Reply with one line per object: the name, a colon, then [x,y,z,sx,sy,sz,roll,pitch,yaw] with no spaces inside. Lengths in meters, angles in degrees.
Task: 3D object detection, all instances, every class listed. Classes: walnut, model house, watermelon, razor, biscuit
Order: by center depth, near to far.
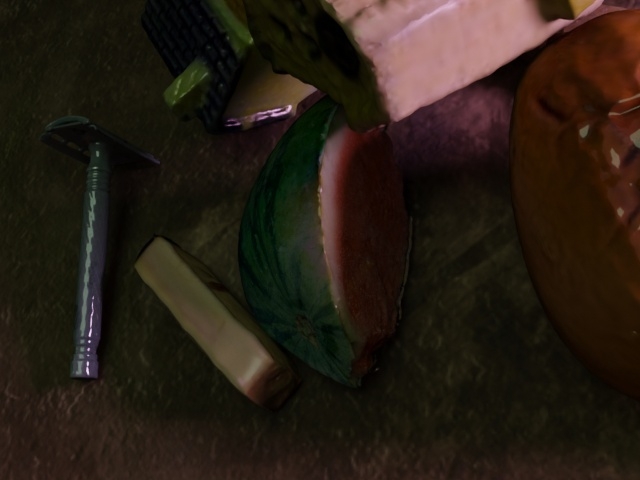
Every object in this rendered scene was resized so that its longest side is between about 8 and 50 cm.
walnut: [0.216,-0.032,0.630,0.203,0.203,0.298,-30,62,9]
model house: [0.062,-0.189,0.677,0.193,0.175,0.234,-30,35,-11]
watermelon: [-0.022,-0.006,0.786,0.146,0.128,0.231,-11,54,35]
biscuit: [-0.091,0.065,0.816,0.052,0.056,0.188,-46,56,-3]
model house: [-0.080,-0.223,0.890,0.211,0.170,0.194,-38,57,5]
razor: [-0.206,0.011,0.895,0.068,0.106,0.232,-7,74,24]

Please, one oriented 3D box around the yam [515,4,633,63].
yam: [0.182,-0.174,0.799,0.299,0.066,0.066,25,78,34]
